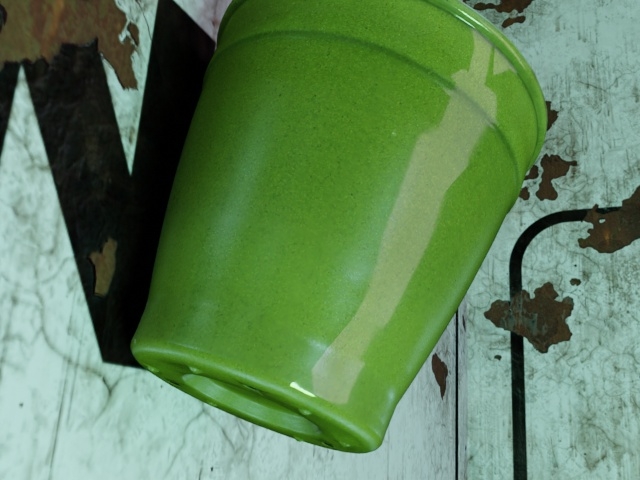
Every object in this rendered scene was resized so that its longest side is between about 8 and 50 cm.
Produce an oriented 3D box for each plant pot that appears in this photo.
[{"bbox_3d":[0.000,0.000,0.640,0.366,0.366,0.353,54,51,-50],"label":"plant pot"}]
